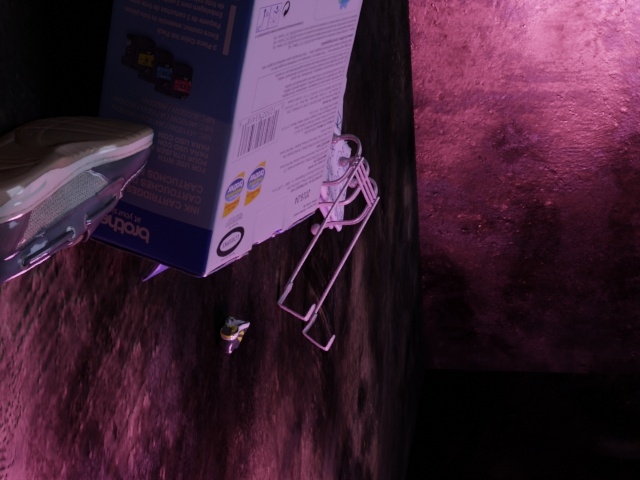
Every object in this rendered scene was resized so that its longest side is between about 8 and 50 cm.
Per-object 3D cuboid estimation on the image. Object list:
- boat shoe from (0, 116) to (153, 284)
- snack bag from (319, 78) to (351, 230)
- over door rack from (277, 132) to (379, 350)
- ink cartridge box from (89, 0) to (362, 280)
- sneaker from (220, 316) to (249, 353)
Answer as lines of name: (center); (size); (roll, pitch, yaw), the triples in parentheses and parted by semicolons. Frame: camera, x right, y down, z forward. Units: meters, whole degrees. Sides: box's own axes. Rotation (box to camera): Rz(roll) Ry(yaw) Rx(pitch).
boat shoe: (-0.219, -0.038, 1.076); (0.285, 0.102, 0.092); (-49, 144, -68)
snack bag: (0.016, -0.227, 2.461); (0.323, 0.037, 0.343); (63, 29, -67)
over door rack: (0.000, 0.000, 2.257); (0.239, 0.108, 0.324); (58, 49, -70)
ink cartridge box: (-0.092, -0.138, 1.308); (0.270, 0.151, 0.396); (-32, 137, -61)
sneaker: (-0.121, 0.128, 1.792); (0.083, 0.031, 0.035); (-38, 142, -71)
